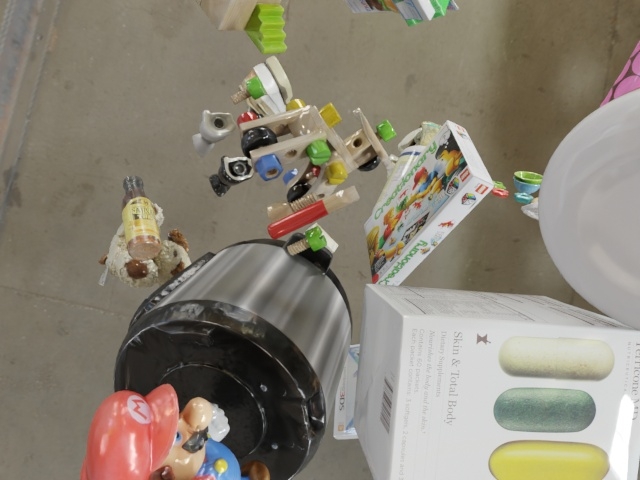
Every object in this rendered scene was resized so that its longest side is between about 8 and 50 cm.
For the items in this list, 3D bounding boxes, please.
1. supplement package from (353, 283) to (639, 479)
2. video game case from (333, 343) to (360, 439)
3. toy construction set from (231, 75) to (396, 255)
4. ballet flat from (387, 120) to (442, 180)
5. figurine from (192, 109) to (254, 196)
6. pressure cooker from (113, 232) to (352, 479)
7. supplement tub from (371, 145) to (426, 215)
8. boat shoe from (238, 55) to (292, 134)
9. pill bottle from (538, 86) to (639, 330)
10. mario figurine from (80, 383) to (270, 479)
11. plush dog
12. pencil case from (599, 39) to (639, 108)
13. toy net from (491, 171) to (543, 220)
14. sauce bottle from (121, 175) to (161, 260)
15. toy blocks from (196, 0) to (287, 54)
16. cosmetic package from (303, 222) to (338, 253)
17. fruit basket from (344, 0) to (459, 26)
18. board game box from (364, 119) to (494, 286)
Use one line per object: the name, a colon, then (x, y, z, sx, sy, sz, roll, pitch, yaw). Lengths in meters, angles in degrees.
supplement package: (0.190, 0.171, 0.551, 0.262, 0.198, 0.199, 4, 93, -6)
video game case: (0.197, 0.454, 1.455, 0.328, 0.036, 0.300, -16, 48, 25)
toy construction set: (0.017, -0.136, 0.770, 0.237, 0.257, 0.309, -24, 40, 9)
ballet flat: (0.319, -0.306, 1.723, 0.123, 0.348, 0.123, 17, 49, -21)
figurine: (-0.297, -0.242, 1.331, 0.092, 0.209, 0.215, -25, 93, -32)
pressure cooker: (-0.129, 0.201, 0.897, 0.369, 0.420, 0.376, -12, 107, 19)
supplement tub: (0.314, -0.121, 1.541, 0.235, 0.235, 0.325, 25, 79, 9)
boat shoe: (-0.123, -0.321, 1.098, 0.103, 0.302, 0.113, -30, 79, -2)
pill bottle: (0.339, -0.062, 0.389, 0.322, 0.181, 0.182, -25, 80, -34)
mario figurine: (-0.132, 0.267, 0.566, 0.198, 0.321, 0.170, -8, 46, 30)
plush dog: (-0.473, 0.057, 1.311, 0.210, 0.225, 0.263, -31, 50, 33)
pencil case: (0.595, -0.298, 0.832, 0.098, 0.095, 0.209, 22, 115, -3)
toy net: (0.454, -0.101, 1.025, 0.122, 0.232, 0.045, 7, 116, 2)
sauce bottle: (-0.237, -0.033, 0.603, 0.042, 0.042, 0.128, -28, 57, 3)
toy blocks: (-0.128, -0.485, 0.610, 0.381, 0.190, 0.261, 55, 135, 9)
cosmetic package: (0.000, 0.000, 1.621, 0.115, 0.041, 0.060, 47, 135, -10)
fruit basket: (0.166, -0.698, 1.265, 0.353, 0.327, 0.166, 10, 88, 31)
board game box: (0.197, -0.064, 0.926, 0.053, 0.193, 0.305, 22, 127, -20)
